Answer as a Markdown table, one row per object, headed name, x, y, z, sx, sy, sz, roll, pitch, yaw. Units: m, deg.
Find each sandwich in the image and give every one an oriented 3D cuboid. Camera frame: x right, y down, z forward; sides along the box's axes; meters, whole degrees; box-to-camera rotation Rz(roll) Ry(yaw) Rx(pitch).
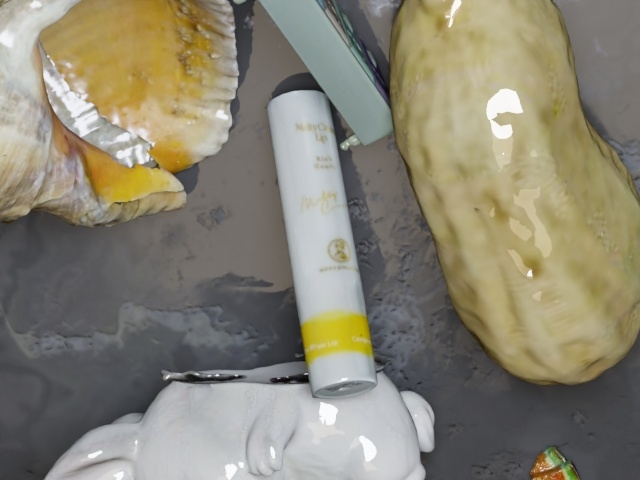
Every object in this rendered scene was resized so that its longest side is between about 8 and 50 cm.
| name | x | y | z | sx | sy | sz | roll | pitch | yaw |
| --- | --- | --- | --- | --- | --- | --- | --- | --- | --- |
| sandwich | 0.203 | 0.261 | 1.550 | 0.067 | 0.029 | 0.135 | 32 | 106 | 0 |

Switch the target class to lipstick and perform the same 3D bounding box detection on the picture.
| name | x | y | z | sx | sy | sz | roll | pitch | yaw |
| --- | --- | --- | --- | --- | --- | --- | --- | --- | --- |
| lipstick | 0.000 | 0.000 | 1.406 | 0.059 | 0.059 | 0.264 | -12 | 71 | 6 |

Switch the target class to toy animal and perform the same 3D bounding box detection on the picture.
| name | x | y | z | sx | sy | sz | roll | pitch | yaw |
| --- | --- | --- | --- | --- | --- | --- | --- | --- | --- |
| toy animal | -0.068 | 0.178 | 1.461 | 0.325 | 0.208 | 0.154 | -1 | 93 | 10 |

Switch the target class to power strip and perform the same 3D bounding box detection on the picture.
| name | x | y | z | sx | sy | sz | roll | pitch | yaw |
| --- | --- | --- | --- | --- | --- | --- | --- | --- | --- |
| power strip | -0.013 | -0.188 | 1.381 | 0.061 | 0.145 | 0.216 | -27 | 137 | 10 |

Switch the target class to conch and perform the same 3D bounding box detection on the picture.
| name | x | y | z | sx | sy | sz | roll | pitch | yaw |
| --- | --- | --- | --- | --- | --- | --- | --- | --- | --- |
| conch | -0.224 | -0.142 | 1.355 | 0.297 | 0.352 | 0.210 | -44 | 68 | 15 |

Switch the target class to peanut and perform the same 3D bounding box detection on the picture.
| name | x | y | z | sx | sy | sz | roll | pitch | yaw |
| --- | --- | --- | --- | --- | --- | --- | --- | --- | --- |
| peanut | 0.167 | -0.062 | 1.381 | 0.169 | 0.192 | 0.387 | -8 | 108 | 43 |
